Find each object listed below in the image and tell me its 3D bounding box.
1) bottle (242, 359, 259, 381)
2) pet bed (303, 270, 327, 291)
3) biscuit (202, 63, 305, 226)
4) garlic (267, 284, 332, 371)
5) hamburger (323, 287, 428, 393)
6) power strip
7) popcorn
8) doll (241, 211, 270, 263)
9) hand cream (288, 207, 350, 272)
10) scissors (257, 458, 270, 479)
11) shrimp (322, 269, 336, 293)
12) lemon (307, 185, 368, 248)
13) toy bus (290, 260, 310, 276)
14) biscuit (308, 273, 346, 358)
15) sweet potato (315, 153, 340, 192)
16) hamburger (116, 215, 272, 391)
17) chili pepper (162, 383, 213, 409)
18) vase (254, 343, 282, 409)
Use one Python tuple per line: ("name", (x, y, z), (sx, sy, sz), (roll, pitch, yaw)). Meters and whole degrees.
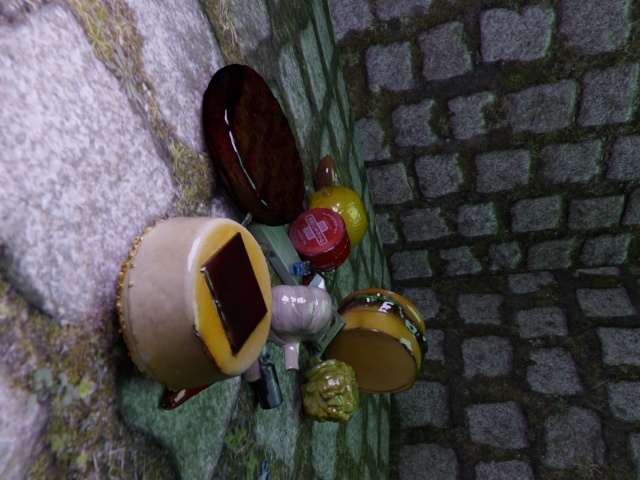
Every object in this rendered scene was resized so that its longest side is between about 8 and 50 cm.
("bottle", (-0.166, 0.276, 1.065), (0.045, 0.045, 0.097), (-33, 118, -73))
("pet bed", (-0.018, 0.188, 1.640), (0.201, 0.053, 0.201), (-11, 90, -76))
("biscuit", (-0.160, -0.230, 1.144), (0.407, 0.091, 0.408), (-16, 90, -70))
("garlic", (-0.070, 0.223, 1.157), (0.218, 0.218, 0.212), (52, 35, -64))
("hamburger", (0.208, 0.373, 1.788), (0.277, 0.395, 0.396), (-62, 144, -54))
("power strip", (-0.121, 0.023, 1.334), (0.367, 0.043, 0.106), (65, 24, -50))
("popcorn", (0.029, 0.468, 1.459), (0.235, 0.180, 0.217), (69, 19, -58))
("doll", (-0.180, 0.023, 1.035), (0.286, 0.091, 0.203), (-43, 159, -59))
("hand cream", (0.000, 0.000, 1.513), (0.125, 0.192, 0.193), (69, 21, -55))
("scissors", (-0.142, 0.572, 1.092), (0.119, 0.014, 0.058), (-12, 92, -78))
("shrimp", (0.017, 0.087, 1.811), (0.145, 0.059, 0.255), (32, 58, -59))
("lemon", (0.063, -0.081, 1.716), (0.288, 0.233, 0.234), (60, 27, -48))
("toy bus", (-0.059, 0.084, 1.371), (0.083, 0.045, 0.038), (-11, 95, -77))
("biscuit", (-0.014, 0.260, 1.500), (0.186, 0.079, 0.309), (-52, 147, -19))
("sweet potato", (0.038, -0.164, 1.907), (0.109, 0.109, 0.386), (-49, 137, -70))
("hamburger", (-0.204, 0.099, 0.756), (0.302, 0.170, 0.302), (-8, 90, -69))
("chili pepper", (-0.212, 0.244, 0.879), (0.272, 0.063, 0.071), (-19, 90, -72))
("vase", (-0.142, 0.301, 1.114), (0.060, 0.059, 0.212), (-36, 114, -73))
